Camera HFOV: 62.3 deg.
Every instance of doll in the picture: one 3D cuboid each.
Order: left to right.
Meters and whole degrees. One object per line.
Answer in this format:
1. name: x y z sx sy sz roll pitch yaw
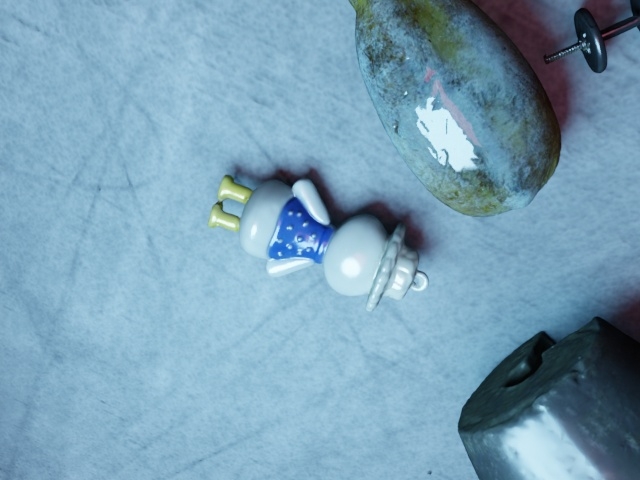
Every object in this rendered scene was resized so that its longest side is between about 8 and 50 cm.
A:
1. doll: 0.000 0.000 0.676 0.293 0.119 0.138 21 102 6

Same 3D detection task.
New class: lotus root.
1. lotus root: 0.125 -0.167 0.552 0.158 0.140 0.322 -33 103 24

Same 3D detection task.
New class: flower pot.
1. flower pot: 0.320 0.258 0.625 0.251 0.379 0.379 49 116 6

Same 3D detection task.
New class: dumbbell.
1. dumbbell: 0.301 -0.213 0.532 0.147 0.069 0.069 -21 110 20
